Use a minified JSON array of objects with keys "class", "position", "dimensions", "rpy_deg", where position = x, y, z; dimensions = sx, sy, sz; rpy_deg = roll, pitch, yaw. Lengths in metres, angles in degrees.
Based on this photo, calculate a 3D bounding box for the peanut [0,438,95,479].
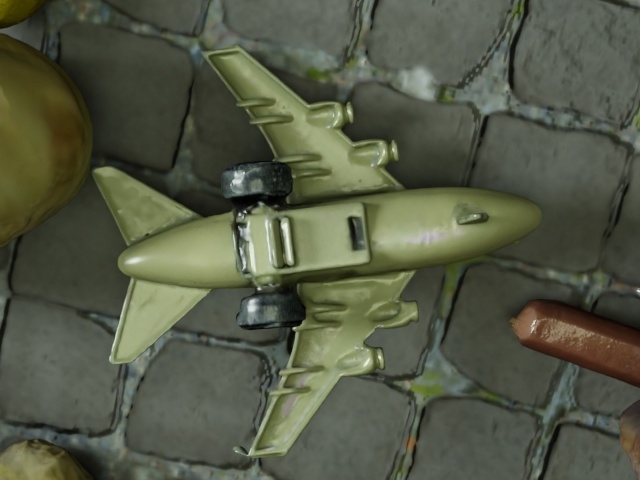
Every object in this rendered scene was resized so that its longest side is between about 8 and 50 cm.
[{"class":"peanut","position":[-0.151,0.200,0.756],"dimensions":[0.080,0.080,0.174],"rpy_deg":[-15,100,4]}]

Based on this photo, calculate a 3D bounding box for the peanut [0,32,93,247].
[{"class":"peanut","position":[-0.278,-0.034,0.684],"dimensions":[0.319,0.147,0.147],"rpy_deg":[-5,101,-1]}]

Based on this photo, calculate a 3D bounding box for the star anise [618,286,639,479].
[{"class":"star anise","position":[0.249,0.076,0.694],"dimensions":[0.236,0.093,0.229],"rpy_deg":[-14,87,-24]}]

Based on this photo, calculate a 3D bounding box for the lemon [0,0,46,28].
[{"class":"lemon","position":[-0.174,-0.145,0.700],"dimensions":[0.062,0.062,0.083],"rpy_deg":[40,112,-7]}]

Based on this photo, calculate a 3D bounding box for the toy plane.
[{"class":"toy plane","position":[0.000,0.000,0.713],"dimensions":[0.244,0.092,0.229],"rpy_deg":[-7,87,5]}]

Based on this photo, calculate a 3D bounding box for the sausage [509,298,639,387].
[{"class":"sausage","position":[0.179,0.067,0.751],"dimensions":[0.147,0.030,0.035],"rpy_deg":[22,98,-4]}]
